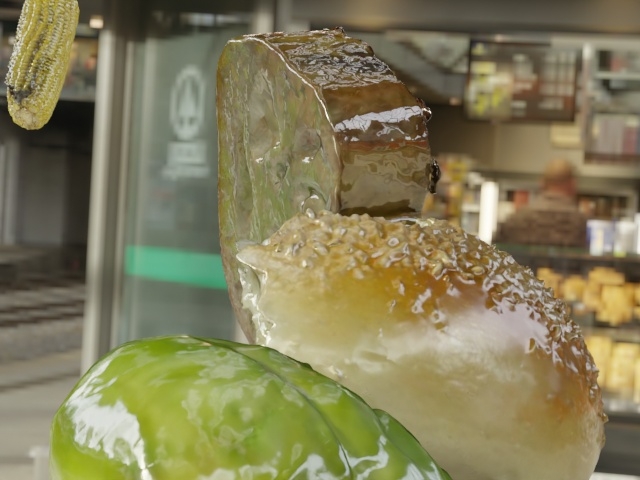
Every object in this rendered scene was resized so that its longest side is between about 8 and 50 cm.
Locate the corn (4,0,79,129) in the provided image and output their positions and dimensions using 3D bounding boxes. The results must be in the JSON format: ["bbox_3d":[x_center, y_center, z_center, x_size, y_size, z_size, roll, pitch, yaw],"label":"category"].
[{"bbox_3d":[-0.325,-0.216,1.730,0.072,0.203,0.072,3,-37,2],"label":"corn"}]

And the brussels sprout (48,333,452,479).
[{"bbox_3d":[-0.033,0.136,0.655,0.223,0.223,0.161,4,42,50],"label":"brussels sprout"}]

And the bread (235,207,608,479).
[{"bbox_3d":[0.079,0.085,0.903,0.192,0.171,0.314,21,-11,28],"label":"bread"}]

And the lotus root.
[{"bbox_3d":[0.000,0.000,1.324,0.111,0.390,0.375,-14,-13,-21],"label":"lotus root"}]
